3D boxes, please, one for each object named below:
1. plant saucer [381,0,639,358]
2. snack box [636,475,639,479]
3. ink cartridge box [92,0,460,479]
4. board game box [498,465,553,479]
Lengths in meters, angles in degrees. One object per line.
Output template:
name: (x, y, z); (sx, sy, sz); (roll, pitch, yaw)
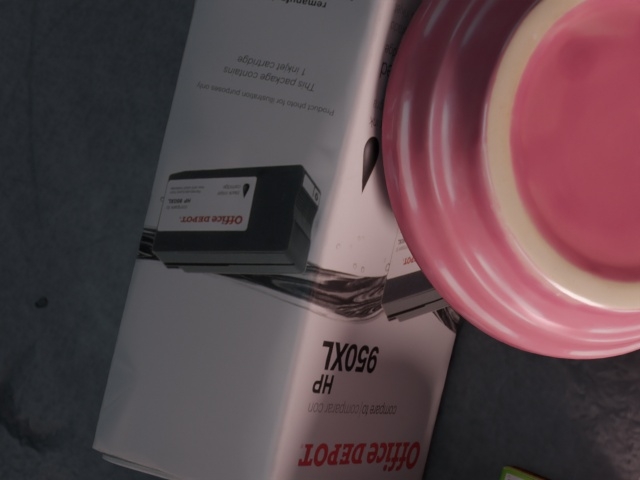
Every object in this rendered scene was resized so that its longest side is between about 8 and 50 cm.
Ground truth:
plant saucer: (0.209, -0.075, 1.210); (0.084, 0.332, 0.332); (9, 88, 66)
snack box: (0.283, 0.190, 1.276); (0.064, 0.022, 0.178); (41, 87, 25)
ink cartridge box: (0.000, 0.000, 1.313); (0.166, 0.285, 0.395); (13, 91, 27)
board game box: (0.168, 0.325, 1.334); (0.124, 0.039, 0.259); (18, 90, 27)
